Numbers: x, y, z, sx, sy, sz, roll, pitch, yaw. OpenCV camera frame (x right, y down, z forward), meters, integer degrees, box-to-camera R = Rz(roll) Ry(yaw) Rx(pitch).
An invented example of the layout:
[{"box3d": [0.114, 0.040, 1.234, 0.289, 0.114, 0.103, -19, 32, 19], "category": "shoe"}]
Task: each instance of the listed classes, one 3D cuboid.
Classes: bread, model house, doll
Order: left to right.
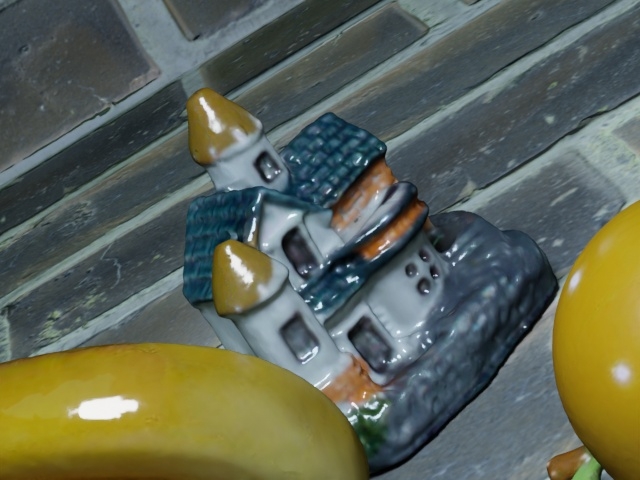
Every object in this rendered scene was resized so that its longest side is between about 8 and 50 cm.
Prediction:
[{"box3d": [-0.163, 0.235, 1.200, 0.424, 0.329, 0.245, -21, 65, 24], "category": "bread"}, {"box3d": [0.000, 0.000, 1.350, 0.271, 0.301, 0.190, -43, 17, -26], "category": "model house"}, {"box3d": [0.214, 0.086, 1.013, 0.236, 0.213, 0.213, -40, 18, 19], "category": "doll"}]
